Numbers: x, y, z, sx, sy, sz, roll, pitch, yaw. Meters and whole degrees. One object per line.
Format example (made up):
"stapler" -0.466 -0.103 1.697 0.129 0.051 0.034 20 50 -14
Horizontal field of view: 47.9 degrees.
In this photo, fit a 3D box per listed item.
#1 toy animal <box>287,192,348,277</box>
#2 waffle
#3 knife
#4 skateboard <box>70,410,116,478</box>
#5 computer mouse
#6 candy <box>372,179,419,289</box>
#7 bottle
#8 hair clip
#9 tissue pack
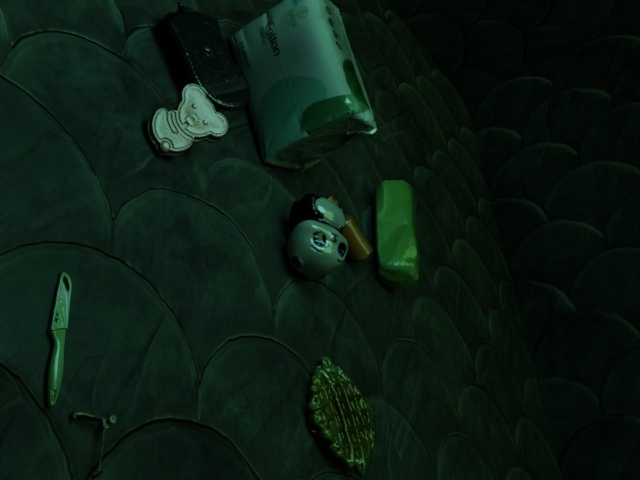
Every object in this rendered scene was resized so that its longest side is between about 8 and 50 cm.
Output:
"toy animal" 0.000 0.000 1.644 0.166 0.138 0.179 28 38 -28
"waffle" 0.045 0.366 1.519 0.214 0.054 0.208 49 34 -20
"knife" -0.366 0.133 1.001 0.030 0.014 0.207 37 37 -45
"skateboard" -0.311 0.274 0.973 0.064 0.032 0.083 26 44 -39
"computer mouse" -0.257 -0.383 1.545 0.147 0.088 0.264 -21 88 -47
"candy" 0.219 -0.021 2.094 0.142 0.132 0.344 102 -8 -51
"bottle" 0.062 -0.034 1.864 0.187 0.069 0.069 58 27 -12
"hair clip" -0.262 -0.224 1.387 0.123 0.102 0.138 57 28 -11
"tissue pack" -0.043 -0.379 1.733 0.194 0.266 0.357 10 59 -59
